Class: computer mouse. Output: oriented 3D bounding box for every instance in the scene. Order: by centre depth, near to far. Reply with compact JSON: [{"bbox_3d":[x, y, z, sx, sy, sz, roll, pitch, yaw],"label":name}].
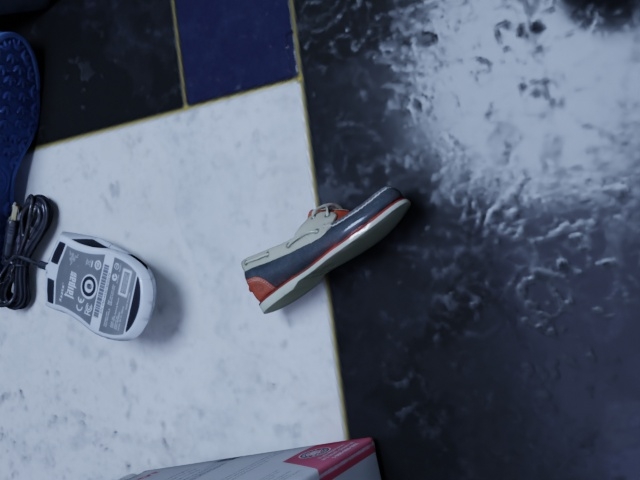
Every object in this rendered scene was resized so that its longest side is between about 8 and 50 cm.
[{"bbox_3d":[-0.194,0.031,0.655,0.193,0.042,0.106,19,96,33],"label":"computer mouse"}]

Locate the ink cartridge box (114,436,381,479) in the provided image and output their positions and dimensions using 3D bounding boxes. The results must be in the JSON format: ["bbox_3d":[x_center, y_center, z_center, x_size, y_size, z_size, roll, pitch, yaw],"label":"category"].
[{"bbox_3d":[-0.082,0.204,0.530,0.218,0.158,0.092,-14,85,29],"label":"ink cartridge box"}]

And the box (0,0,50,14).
[{"bbox_3d":[-0.323,-0.397,0.548,0.293,0.212,0.395,-35,73,57],"label":"box"}]

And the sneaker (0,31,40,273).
[{"bbox_3d":[-0.307,-0.068,0.689,0.090,0.081,0.232,17,102,20],"label":"sneaker"}]

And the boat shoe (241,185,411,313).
[{"bbox_3d":[0.000,0.000,0.542,0.137,0.049,0.043,-37,73,30],"label":"boat shoe"}]
